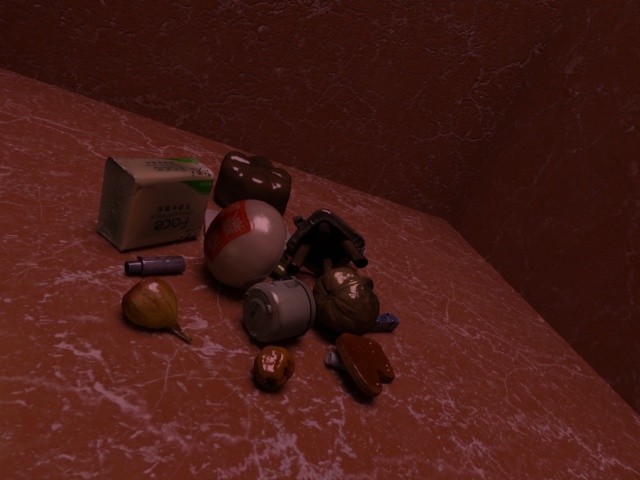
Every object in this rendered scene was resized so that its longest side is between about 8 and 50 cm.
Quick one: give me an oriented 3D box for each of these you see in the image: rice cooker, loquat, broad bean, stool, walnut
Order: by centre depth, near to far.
[{"bbox_3d":[-0.148,0.398,1.297,0.137,0.113,0.137,22,44,-22],"label":"loquat"},{"bbox_3d":[-0.145,0.247,1.496,0.244,0.226,0.226,-4,35,-42],"label":"rice cooker"},{"bbox_3d":[0.100,0.243,1.672,0.281,0.253,0.277,24,-5,27],"label":"walnut"},{"bbox_3d":[0.022,0.066,1.883,0.310,0.310,0.226,35,24,-18],"label":"stool"},{"bbox_3d":[-0.195,0.111,1.907,0.124,0.082,0.174,6,27,-41],"label":"broad bean"}]

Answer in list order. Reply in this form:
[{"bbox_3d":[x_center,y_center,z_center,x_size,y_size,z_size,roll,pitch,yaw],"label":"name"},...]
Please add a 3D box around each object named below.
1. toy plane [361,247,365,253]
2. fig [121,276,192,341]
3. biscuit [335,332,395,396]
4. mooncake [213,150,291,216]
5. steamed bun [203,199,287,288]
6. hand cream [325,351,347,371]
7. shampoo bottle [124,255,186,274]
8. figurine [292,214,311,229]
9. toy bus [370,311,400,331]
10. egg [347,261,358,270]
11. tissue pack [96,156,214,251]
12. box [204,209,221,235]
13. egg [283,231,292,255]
[{"bbox_3d":[0.163,0.038,2.401,0.271,0.105,0.254,35,10,33],"label":"toy plane"},{"bbox_3d":[-0.500,0.229,1.317,0.257,0.159,0.159,44,24,2],"label":"fig"},{"bbox_3d":[0.175,0.458,1.511,0.277,0.052,0.262,23,25,-45],"label":"biscuit"},{"bbox_3d":[-0.389,-0.322,2.437,0.466,0.262,0.467,22,23,-10],"label":"mooncake"},{"bbox_3d":[-0.322,-0.003,1.650,0.241,0.374,0.374,33,14,-36],"label":"steamed bun"},{"bbox_3d":[0.101,0.453,1.510,0.174,0.047,0.076,25,20,-23],"label":"hand cream"},{"bbox_3d":[-0.619,0.092,1.555,0.214,0.072,0.072,-1,33,-46],"label":"shampoo bottle"},{"bbox_3d":[-0.001,-0.001,2.082,0.342,0.285,0.167,23,21,-7],"label":"figurine"},{"bbox_3d":[0.257,0.360,1.813,0.190,0.075,0.064,7,26,-33],"label":"toy bus"},{"bbox_3d":[0.179,0.128,2.248,0.071,0.071,0.083,12,29,-26],"label":"egg"},{"bbox_3d":[-0.670,-0.163,1.719,0.205,0.332,0.404,33,25,24],"label":"tissue pack"},{"bbox_3d":[-0.506,-0.075,2.062,0.142,0.044,0.285,11,26,-23],"label":"box"},{"bbox_3d":[-0.194,0.010,2.075,0.164,0.131,0.131,45,27,13],"label":"egg"}]
